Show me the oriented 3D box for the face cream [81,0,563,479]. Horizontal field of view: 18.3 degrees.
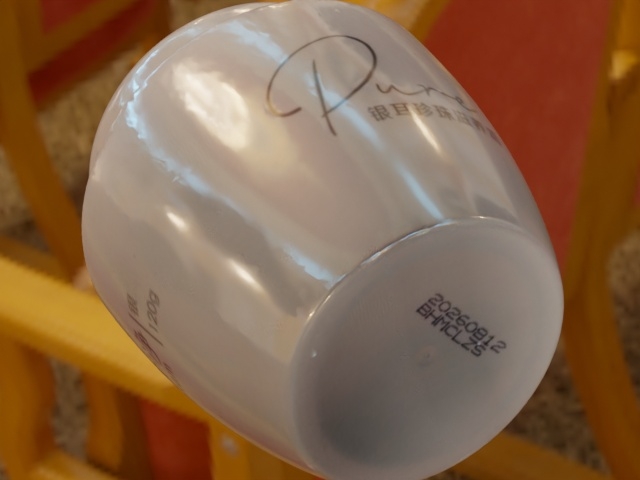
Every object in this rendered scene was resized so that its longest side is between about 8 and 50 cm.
[{"bbox_3d":[0.000,0.000,0.424,0.091,0.091,0.095,-23,40,-16],"label":"face cream"}]
